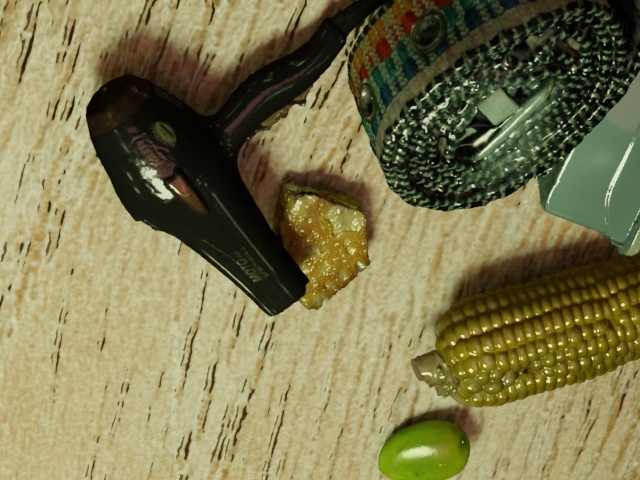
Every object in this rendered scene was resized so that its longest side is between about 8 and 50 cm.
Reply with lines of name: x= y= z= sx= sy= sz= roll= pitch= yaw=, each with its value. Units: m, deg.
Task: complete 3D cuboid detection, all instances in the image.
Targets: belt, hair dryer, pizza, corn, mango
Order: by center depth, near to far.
belt: x=0.158 y=-0.174 z=1.748 sx=0.206 sy=0.160 sz=0.295 roll=16 pitch=130 yaw=-35
hair dryer: x=-0.026 y=-0.115 z=1.834 sx=0.359 sy=0.120 sz=0.304 roll=-41 pitch=115 yaw=6
pizza: x=0.000 y=0.000 z=1.957 sx=0.099 sy=0.036 sz=0.160 roll=-11 pitch=127 yaw=-2
corn: x=0.266 y=0.091 z=2.019 sx=0.346 sy=0.130 sz=0.130 roll=-18 pitch=126 yaw=-2
mango: x=0.117 y=0.242 z=2.139 sx=0.108 sy=0.056 sz=0.073 roll=-22 pitch=121 yaw=8

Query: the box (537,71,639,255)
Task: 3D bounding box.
box: x=0.305 y=-0.115 z=1.865 sx=0.130 sy=0.162 sz=0.227 roll=15 pitch=120 yaw=-8
